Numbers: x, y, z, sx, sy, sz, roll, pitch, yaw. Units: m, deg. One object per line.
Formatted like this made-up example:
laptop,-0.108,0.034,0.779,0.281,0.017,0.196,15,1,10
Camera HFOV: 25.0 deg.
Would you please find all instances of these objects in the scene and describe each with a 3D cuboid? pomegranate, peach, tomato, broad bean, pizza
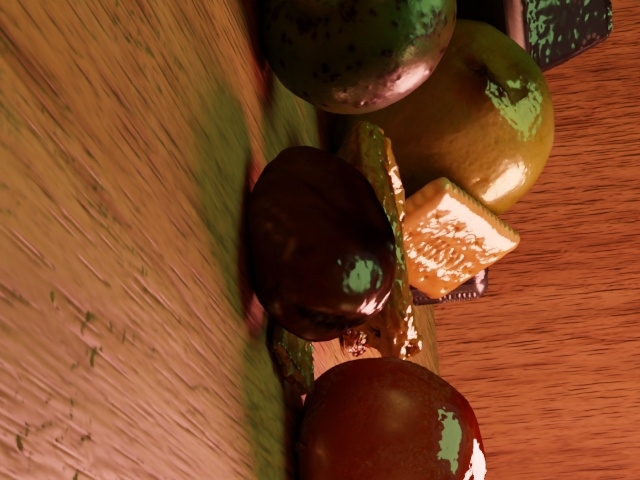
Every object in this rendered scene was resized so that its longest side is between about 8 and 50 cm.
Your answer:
pomegranate,0.024,-0.241,1.483,0.263,0.211,0.211,22,61,-63
peach,0.174,-0.153,1.996,0.316,0.281,0.314,-50,-176,40
tomato,0.074,0.228,1.474,0.232,0.188,0.232,-6,90,-79
broad bean,-0.003,0.001,1.353,0.122,0.156,0.228,-53,-156,28
pizza,-0.034,0.100,1.404,0.099,0.029,0.100,29,53,-71

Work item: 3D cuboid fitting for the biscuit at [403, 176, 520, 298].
biscuit,0.157,0.003,1.917,0.249,0.160,0.030,32,28,-55

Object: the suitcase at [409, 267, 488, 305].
suitcase,0.157,-0.039,2.217,0.312,0.202,0.128,-89,169,-46

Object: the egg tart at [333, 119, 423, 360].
egg tart,0.043,0.007,1.681,0.294,0.123,0.294,-8,90,-85

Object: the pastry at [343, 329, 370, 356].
pastry,0.060,0.076,1.926,0.087,0.063,0.169,66,18,-47

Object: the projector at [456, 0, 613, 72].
projector,0.208,-0.468,2.188,0.242,0.405,0.395,-30,123,-32
